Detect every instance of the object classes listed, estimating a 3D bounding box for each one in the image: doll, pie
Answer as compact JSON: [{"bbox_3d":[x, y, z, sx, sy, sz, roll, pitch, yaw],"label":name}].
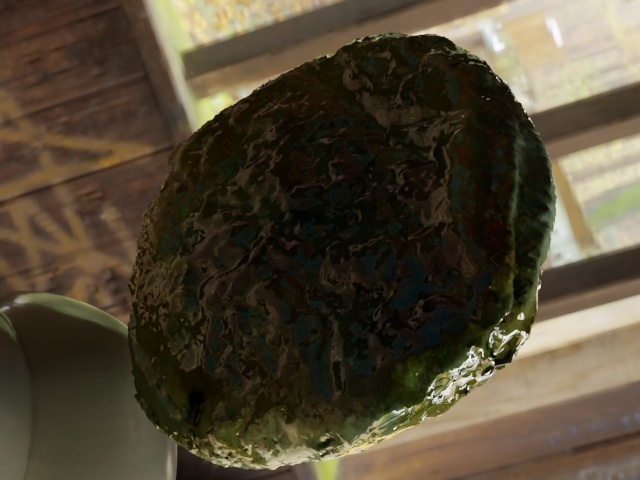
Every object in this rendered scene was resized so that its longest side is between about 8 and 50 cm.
[{"bbox_3d":[-0.248,0.113,0.741,0.370,0.226,0.215,29,43,-50],"label":"doll"},{"bbox_3d":[0.000,0.000,0.703,0.078,0.277,0.277,51,23,-46],"label":"pie"}]
